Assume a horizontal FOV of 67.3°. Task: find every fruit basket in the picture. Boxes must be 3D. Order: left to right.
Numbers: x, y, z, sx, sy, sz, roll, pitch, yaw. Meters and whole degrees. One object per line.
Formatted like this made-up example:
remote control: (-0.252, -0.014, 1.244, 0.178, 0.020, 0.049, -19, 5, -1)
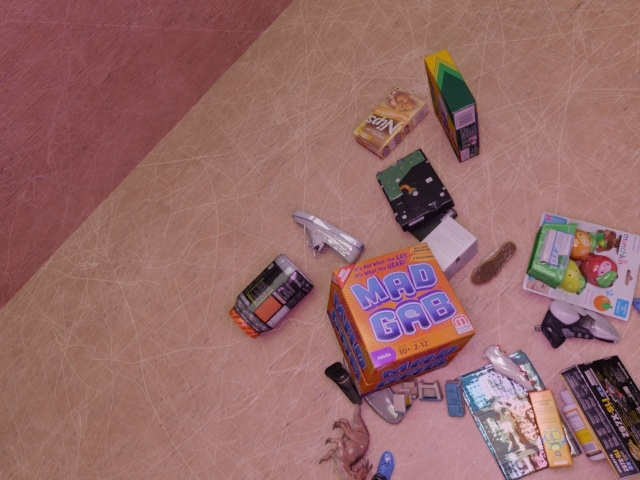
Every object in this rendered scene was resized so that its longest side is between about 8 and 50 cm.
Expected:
fruit basket: (0.940, 0.077, 1.715, 0.353, 0.165, 0.327, 17, 74, 22)

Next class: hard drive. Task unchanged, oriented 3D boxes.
hard drive: (0.395, -0.219, 2.056, 0.236, 0.064, 0.339, -29, 50, 11)

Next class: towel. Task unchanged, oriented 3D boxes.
towel: (0.668, 0.595, 1.655, 0.271, 0.040, 0.370, -27, 61, 8)

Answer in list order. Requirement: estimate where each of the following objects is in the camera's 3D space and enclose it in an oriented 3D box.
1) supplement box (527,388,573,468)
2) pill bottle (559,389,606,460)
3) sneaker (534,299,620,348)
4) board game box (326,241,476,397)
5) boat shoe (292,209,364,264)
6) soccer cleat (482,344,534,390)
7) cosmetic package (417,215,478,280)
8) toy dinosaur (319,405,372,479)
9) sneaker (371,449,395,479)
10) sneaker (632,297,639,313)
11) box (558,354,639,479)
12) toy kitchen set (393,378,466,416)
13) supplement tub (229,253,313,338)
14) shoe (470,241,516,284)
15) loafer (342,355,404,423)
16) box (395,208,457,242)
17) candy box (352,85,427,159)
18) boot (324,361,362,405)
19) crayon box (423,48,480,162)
supplement box: (0.745, 0.608, 1.561, 0.078, 0.080, 0.234, -15, 68, 15)
pill bottle: (0.863, 0.581, 1.545, 0.117, 0.117, 0.215, -24, 62, 8)
sneaker: (0.881, 0.313, 1.668, 0.268, 0.153, 0.101, 24, 35, -5)
board game box: (0.256, 0.285, 1.698, 0.356, 0.356, 0.357, -16, 61, -13)
boat shoe: (0.003, 0.003, 2.114, 0.367, 0.136, 0.156, 29, 83, 18)
soccer cleat: (0.652, 0.449, 1.668, 0.076, 0.068, 0.196, -49, 59, 13)
cosmetic package: (0.500, 0.036, 1.896, 0.183, 0.151, 0.151, -44, 61, -2)
toy dinosaur: (0.122, 0.756, 1.742, 0.200, 0.127, 0.296, 21, 59, 16)
sneaker: (0.221, 0.818, 1.692, 0.058, 0.084, 0.152, 12, 72, 24)
sneaker: (1.173, 0.184, 1.636, 0.209, 0.069, 0.082, -27, 57, 7)
box: (0.915, 0.528, 1.482, 0.079, 0.257, 0.322, -53, 49, 45)
toy kitchen set: (0.383, 0.575, 1.689, 0.207, 0.166, 0.122, -8, 92, 29)
supplement tub: (-0.210, 0.239, 2.033, 0.338, 0.207, 0.207, -44, 60, -3)
shoe: (0.669, 0.091, 1.872, 0.219, 0.058, 0.076, -43, 91, 3)
loafer: (0.189, 0.547, 1.806, 0.112, 0.111, 0.319, -43, 60, -2)
box: (0.446, -0.099, 2.036, 0.190, 0.045, 0.184, -44, 57, -2)
candy box: (0.327, -0.552, 2.254, 0.316, 0.087, 0.183, -46, 61, -4)
boot: (0.088, 0.551, 1.843, 0.076, 0.198, 0.137, -33, 96, -7)
crayon box: (0.554, -0.555, 2.015, 0.106, 0.363, 0.313, -23, 62, 10)
